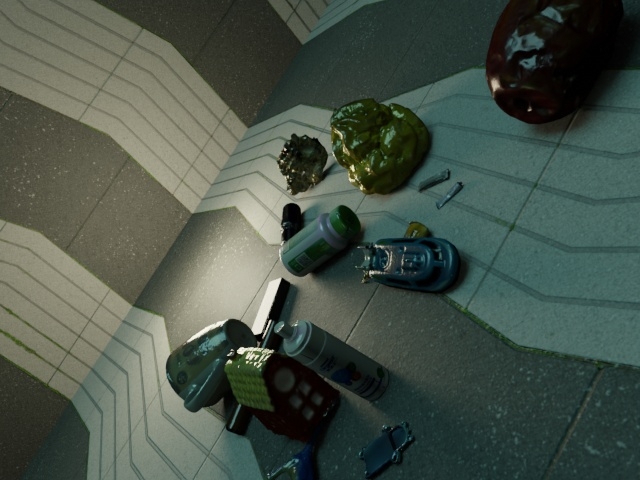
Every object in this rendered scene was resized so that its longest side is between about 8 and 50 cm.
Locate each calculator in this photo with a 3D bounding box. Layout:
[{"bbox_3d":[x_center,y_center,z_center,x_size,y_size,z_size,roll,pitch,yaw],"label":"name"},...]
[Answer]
[{"bbox_3d":[0.138,0.438,1.130,0.141,0.019,0.094,-45,29,16],"label":"calculator"}]

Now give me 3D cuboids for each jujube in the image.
[{"bbox_3d":[0.540,-0.461,1.245,0.276,0.276,0.377,-3,58,57],"label":"jujube"}]

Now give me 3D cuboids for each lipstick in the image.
[{"bbox_3d":[-0.199,0.418,1.660,0.057,0.057,0.356,-16,47,52],"label":"lipstick"},{"bbox_3d":[-0.113,-0.032,2.005,0.081,0.081,0.299,-40,28,28],"label":"lipstick"}]

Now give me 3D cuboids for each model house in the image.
[{"bbox_3d":[-0.115,0.361,1.340,0.196,0.254,0.160,-14,35,54],"label":"model house"}]

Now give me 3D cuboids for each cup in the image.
[{"bbox_3d":[-0.340,0.393,1.696,0.257,0.227,0.301,-45,17,25],"label":"cup"}]

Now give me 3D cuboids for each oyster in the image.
[{"bbox_3d":[-0.079,-0.296,2.125,0.092,0.198,0.259,-92,23,-46],"label":"oyster"}]

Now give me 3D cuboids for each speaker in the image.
[{"bbox_3d":[-0.170,0.235,1.833,0.082,0.044,0.218,-22,41,47],"label":"speaker"}]

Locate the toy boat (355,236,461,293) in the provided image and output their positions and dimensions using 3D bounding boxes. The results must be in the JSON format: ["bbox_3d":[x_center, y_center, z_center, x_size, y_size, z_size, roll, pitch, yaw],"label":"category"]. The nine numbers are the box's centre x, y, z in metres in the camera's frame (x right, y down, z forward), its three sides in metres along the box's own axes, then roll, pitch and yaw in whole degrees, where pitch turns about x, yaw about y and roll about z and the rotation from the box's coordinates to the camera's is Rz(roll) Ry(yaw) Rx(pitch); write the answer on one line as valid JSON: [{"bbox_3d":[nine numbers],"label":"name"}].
[{"bbox_3d":[0.206,0.056,1.323,0.299,0.092,0.134,-1,82,58],"label":"toy boat"}]

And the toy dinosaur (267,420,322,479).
[{"bbox_3d":[-0.023,0.532,1.240,0.188,0.075,0.248,-46,21,-6],"label":"toy dinosaur"}]

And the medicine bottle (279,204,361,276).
[{"bbox_3d":[0.000,0.000,1.729,0.274,0.133,0.133,-38,31,33],"label":"medicine bottle"}]

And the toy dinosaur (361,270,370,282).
[{"bbox_3d":[0.149,0.080,1.511,0.113,0.026,0.041,-48,33,33],"label":"toy dinosaur"}]

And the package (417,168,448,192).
[{"bbox_3d":[0.321,-0.171,1.532,0.110,0.015,0.037,-25,39,43],"label":"package"}]

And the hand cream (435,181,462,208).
[{"bbox_3d":[0.347,-0.122,1.440,0.093,0.019,0.030,-48,28,28],"label":"hand cream"}]

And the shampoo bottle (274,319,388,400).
[{"bbox_3d":[0.021,0.261,1.205,0.092,0.303,0.092,-37,32,28],"label":"shampoo bottle"}]

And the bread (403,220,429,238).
[{"bbox_3d":[0.242,0.001,1.424,0.106,0.053,0.072,-62,23,-2],"label":"bread"}]

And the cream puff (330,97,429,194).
[{"bbox_3d":[0.161,-0.319,1.707,0.291,0.257,0.324,-36,32,41],"label":"cream puff"}]
